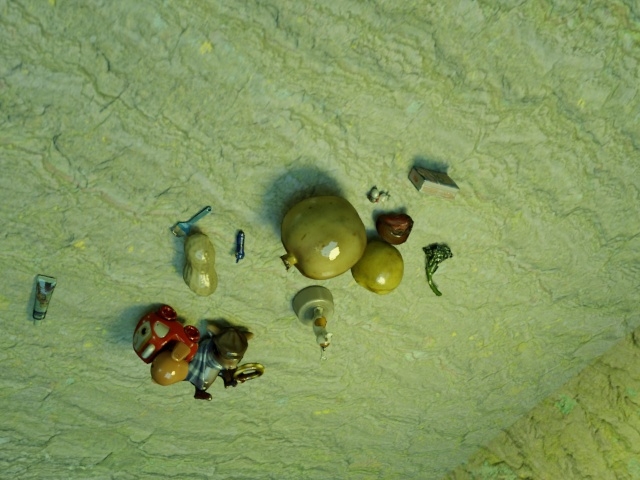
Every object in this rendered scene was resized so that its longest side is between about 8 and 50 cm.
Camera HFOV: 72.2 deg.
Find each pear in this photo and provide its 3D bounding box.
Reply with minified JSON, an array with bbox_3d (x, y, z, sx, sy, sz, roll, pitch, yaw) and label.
[{"bbox_3d":[0.223,0.099,1.702,0.209,0.209,0.209,-7,125,-11],"label":"pear"}]

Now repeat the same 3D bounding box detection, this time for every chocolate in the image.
[{"bbox_3d":[0.274,-0.051,1.663,0.133,0.124,0.127,24,104,3],"label":"chocolate"}]

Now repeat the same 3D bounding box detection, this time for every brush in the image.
[{"bbox_3d":[-0.441,-0.067,1.514,0.164,0.014,0.051,-36,126,8],"label":"brush"}]

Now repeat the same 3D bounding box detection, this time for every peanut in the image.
[{"bbox_3d":[-0.432,0.088,1.561,0.124,0.123,0.256,-7,122,-11],"label":"peanut"}]

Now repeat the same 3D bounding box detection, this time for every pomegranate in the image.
[{"bbox_3d":[0.000,0.000,1.515,0.319,0.319,0.319,-7,125,-11],"label":"pomegranate"}]

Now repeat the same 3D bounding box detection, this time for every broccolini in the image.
[{"bbox_3d":[0.514,0.127,1.883,0.123,0.062,0.271,-10,121,10],"label":"broccolini"}]

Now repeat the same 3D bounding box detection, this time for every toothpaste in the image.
[{"bbox_3d":[-0.980,0.215,1.544,0.062,0.037,0.216,17,113,-23],"label":"toothpaste"}]

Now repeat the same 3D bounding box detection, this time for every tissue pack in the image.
[{"bbox_3d":[0.410,-0.207,1.593,0.155,0.115,0.065,9,121,-20],"label":"tissue pack"}]

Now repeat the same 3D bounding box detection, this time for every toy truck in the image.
[{"bbox_3d":[-0.588,0.402,1.629,0.265,0.239,0.189,40,109,-6],"label":"toy truck"}]

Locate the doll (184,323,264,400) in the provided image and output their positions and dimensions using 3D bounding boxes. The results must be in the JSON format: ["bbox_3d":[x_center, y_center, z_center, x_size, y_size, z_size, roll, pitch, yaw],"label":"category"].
[{"bbox_3d":[-0.419,0.504,1.788,0.318,0.209,0.340,31,114,-23],"label":"doll"}]

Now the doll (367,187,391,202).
[{"bbox_3d":[0.215,-0.159,1.620,0.085,0.040,0.058,24,104,-28],"label":"doll"}]

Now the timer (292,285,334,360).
[{"bbox_3d":[-0.004,0.330,1.750,0.175,0.266,0.175,-7,125,-11],"label":"timer"}]

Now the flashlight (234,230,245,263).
[{"bbox_3d":[-0.295,0.022,1.603,0.035,0.057,0.121,17,118,18],"label":"flashlight"}]
